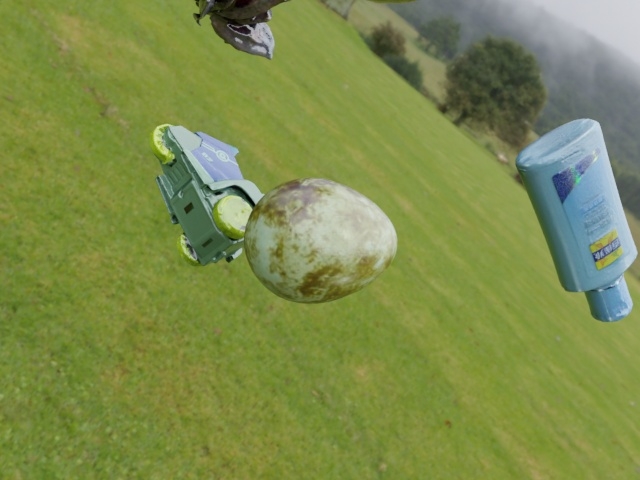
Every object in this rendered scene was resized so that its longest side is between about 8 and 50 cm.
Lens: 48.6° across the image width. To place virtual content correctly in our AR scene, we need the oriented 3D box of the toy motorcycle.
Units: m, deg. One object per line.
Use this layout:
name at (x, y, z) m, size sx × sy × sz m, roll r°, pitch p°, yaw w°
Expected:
toy motorcycle at (-0.242, -0.119, 1.579) m, size 0.200 × 0.191 × 0.327 m, roll -19°, pitch 80°, yaw -46°

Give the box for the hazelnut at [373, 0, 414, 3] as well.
hazelnut at (0.155, -0.652, 1.416) m, size 0.372 × 0.372 × 0.315 m, roll 31°, pitch -23°, yaw -19°

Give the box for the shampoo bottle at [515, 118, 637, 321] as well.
shampoo bottle at (0.317, -0.011, 0.847) m, size 0.258 × 0.103 × 0.061 m, roll 61°, pitch -5°, yaw -27°

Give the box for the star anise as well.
star anise at (-0.153, -0.381, 1.085) m, size 0.212 × 0.129 × 0.283 m, roll 43°, pitch 0°, yaw 28°

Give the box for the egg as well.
egg at (0.000, 0.000, 1.343) m, size 0.289 × 0.238 × 0.238 m, roll -1°, pitch 26°, yaw -8°
